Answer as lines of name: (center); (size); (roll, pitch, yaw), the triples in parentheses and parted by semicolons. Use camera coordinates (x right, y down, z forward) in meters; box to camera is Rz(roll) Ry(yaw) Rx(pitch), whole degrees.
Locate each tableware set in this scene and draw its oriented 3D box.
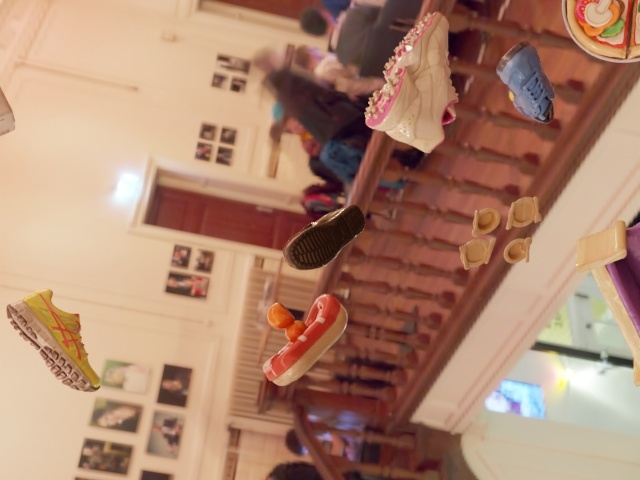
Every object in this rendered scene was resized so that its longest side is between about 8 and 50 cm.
tableware set: (0.341, -0.012, 1.590); (0.020, 0.168, 0.141); (-122, 28, -53)

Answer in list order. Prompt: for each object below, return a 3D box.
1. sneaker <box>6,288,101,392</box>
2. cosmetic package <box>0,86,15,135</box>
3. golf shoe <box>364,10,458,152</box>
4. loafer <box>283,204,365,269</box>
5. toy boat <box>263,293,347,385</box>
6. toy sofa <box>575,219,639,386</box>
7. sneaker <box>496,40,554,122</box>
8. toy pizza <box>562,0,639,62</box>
sneaker: (-0.437, 0.168, 1.449); (0.094, 0.208, 0.081); (-42, 8, -40)
cosmetic package: (-0.638, -0.257, 1.453); (0.184, 0.151, 0.151); (64, 162, -3)
golf shoe: (0.180, -0.272, 1.460); (0.115, 0.140, 0.306); (-39, 21, 53)
loafer: (0.000, 0.000, 1.671); (0.078, 0.220, 0.080); (-11, 104, 47)
toy boat: (-0.053, 0.196, 1.843); (0.231, 0.151, 0.151); (-44, 0, -30)
toy sofa: (0.739, 0.140, 1.932); (0.177, 0.363, 0.150); (-22, 17, 29)
sneaker: (0.329, -0.239, 1.305); (0.069, 0.082, 0.209); (-41, -23, 8)
toy pizza: (0.431, -0.346, 1.163); (0.032, 0.201, 0.201); (12, -91, -56)
